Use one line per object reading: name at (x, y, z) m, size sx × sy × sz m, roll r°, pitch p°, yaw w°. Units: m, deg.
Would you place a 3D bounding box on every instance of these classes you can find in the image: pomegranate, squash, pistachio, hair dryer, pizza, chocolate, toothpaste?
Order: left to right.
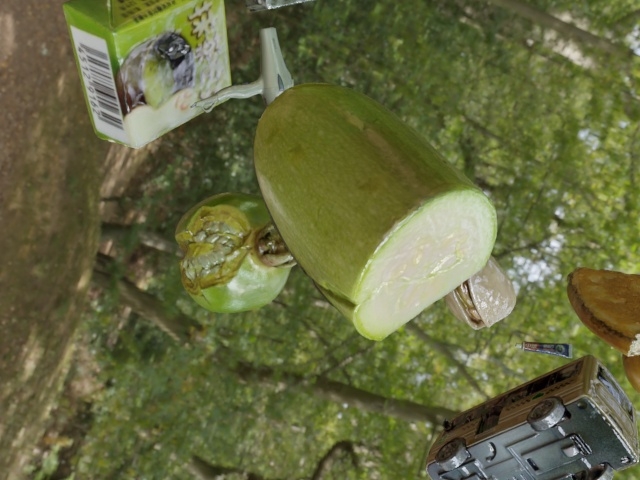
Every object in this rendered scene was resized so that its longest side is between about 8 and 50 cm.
chocolate at (-0.310, -0.355, 1.527) m, size 0.289 × 0.137 × 0.300 m, roll -36°, pitch 147°, yaw -30°
hair dryer at (-0.144, -0.321, 1.503) m, size 0.067 × 0.199 × 0.167 m, roll -154°, pitch -114°, yaw -66°
pomegranate at (-0.131, 0.016, 1.460) m, size 0.302 × 0.236 × 0.236 m, roll -11°, pitch -126°, yaw 45°
squash at (0.042, -0.066, 1.052) m, size 0.234 × 0.309 × 0.210 m, roll -35°, pitch 141°, yaw -13°
pistachio at (0.286, 0.082, 1.486) m, size 0.126 × 0.223 × 0.152 m, roll -10°, pitch -123°, yaw 31°
toothpaste at (0.552, 0.266, 1.974) m, size 0.021 × 0.140 × 0.037 m, roll 80°, pitch 16°, yaw -71°
pizza at (0.591, 0.137, 1.513) m, size 0.323 × 0.223 × 0.089 m, roll -92°, pitch -178°, yaw -69°

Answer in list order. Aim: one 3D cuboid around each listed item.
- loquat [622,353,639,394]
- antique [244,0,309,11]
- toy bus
loquat at (0.780, 0.267, 1.731) m, size 0.235 × 0.235 × 0.235 m, roll -160°, pitch -90°, yaw -80°
antique at (-0.053, -0.472, 1.447) m, size 0.086 × 0.183 × 0.088 m, roll 20°, pitch -56°, yaw 61°
toy bus at (0.301, 0.288, 1.156) m, size 0.289 × 0.139 × 0.157 m, roll -36°, pitch -173°, yaw 33°
